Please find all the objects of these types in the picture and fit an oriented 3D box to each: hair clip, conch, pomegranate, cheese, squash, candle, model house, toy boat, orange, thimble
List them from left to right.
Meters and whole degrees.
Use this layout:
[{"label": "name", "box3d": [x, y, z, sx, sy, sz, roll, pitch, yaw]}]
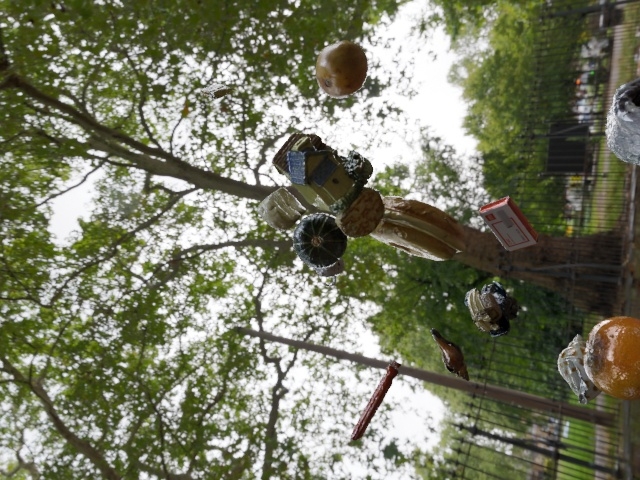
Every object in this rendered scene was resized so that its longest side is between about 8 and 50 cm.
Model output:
[{"label": "cheese", "box3d": [-0.161, -0.126, 1.765, 0.093, 0.159, 0.263, -49, 1, 23]}, {"label": "model house", "box3d": [-0.001, -0.280, 1.536, 0.266, 0.321, 0.261, 41, -97, -26]}, {"label": "squash", "box3d": [0.000, 0.000, 1.918, 0.165, 0.253, 0.251, -7, -78, -80]}, {"label": "pomegranate", "box3d": [0.103, -0.818, 2.011, 0.264, 0.265, 0.263, -15, -72, -56]}, {"label": "candle", "box3d": [0.206, 0.592, 1.568, 0.051, 0.048, 0.329, 34, -95, -37]}, {"label": "conch", "box3d": [0.534, 0.461, 1.725, 0.086, 0.080, 0.232, -3, -114, -29]}, {"label": "toy boat", "box3d": [0.711, 0.293, 1.829, 0.089, 0.115, 0.310, 49, -158, -5]}, {"label": "hair clip", "box3d": [0.869, 0.328, 2.130, 0.194, 0.206, 0.310, 44, -168, -17]}, {"label": "conch", "box3d": [1.078, 0.526, 1.748, 0.182, 0.149, 0.274, 83, 177, -55]}, {"label": "orange", "box3d": [0.816, 0.314, 1.147, 0.224, 0.170, 0.223, 6, -90, -88]}, {"label": "thimble", "box3d": [0.821, -0.288, 0.993, 0.157, 0.246, 0.216, 54, -132, -49]}]

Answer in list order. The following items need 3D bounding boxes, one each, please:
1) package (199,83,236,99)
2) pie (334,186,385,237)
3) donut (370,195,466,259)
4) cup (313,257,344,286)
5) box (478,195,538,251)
[{"label": "package", "box3d": [-0.425, -0.616, 1.746, 0.121, 0.108, 0.031, -35, -40, -29]}, {"label": "pie", "box3d": [0.151, -0.106, 1.593, 0.179, 0.084, 0.205, 35, -86, -42]}, {"label": "donut", "box3d": [0.400, -0.048, 1.797, 0.449, 0.449, 0.197, 24, -92, -57]}, {"label": "cup", "box3d": [0.033, 0.163, 2.413, 0.142, 0.134, 0.173, -9, -56, -52]}, {"label": "box", "box3d": [0.727, -0.059, 1.635, 0.229, 0.123, 0.050, 46, -130, -19]}]
